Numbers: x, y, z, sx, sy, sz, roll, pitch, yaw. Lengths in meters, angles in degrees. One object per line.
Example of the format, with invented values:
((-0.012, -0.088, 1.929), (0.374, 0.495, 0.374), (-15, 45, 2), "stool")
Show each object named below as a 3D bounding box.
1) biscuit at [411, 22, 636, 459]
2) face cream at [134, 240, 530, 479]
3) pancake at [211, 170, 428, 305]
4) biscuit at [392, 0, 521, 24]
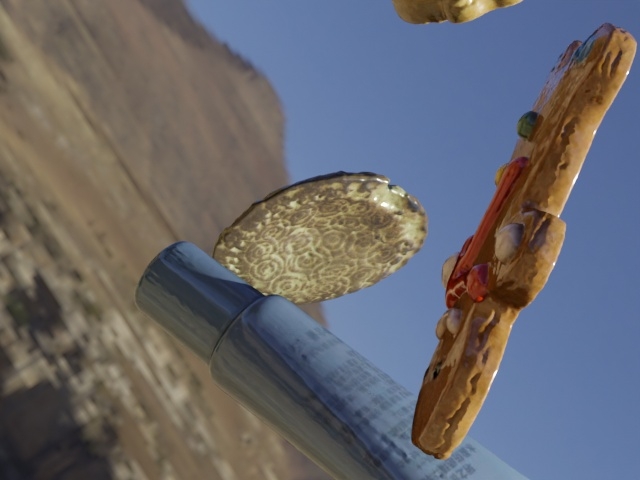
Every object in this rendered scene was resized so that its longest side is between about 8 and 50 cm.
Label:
((0.131, -0.003, 1.213), (0.049, 0.324, 0.205), (22, -4, -4), "biscuit")
((0.017, 0.131, 1.320), (0.385, 0.135, 0.086), (36, -53, 22), "face cream")
((0.000, 0.001, 1.545), (0.199, 0.199, 0.021), (68, 4, -55), "pancake")
((0.142, -0.253, 1.522), (0.035, 0.184, 0.249), (66, 34, -24), "biscuit")
